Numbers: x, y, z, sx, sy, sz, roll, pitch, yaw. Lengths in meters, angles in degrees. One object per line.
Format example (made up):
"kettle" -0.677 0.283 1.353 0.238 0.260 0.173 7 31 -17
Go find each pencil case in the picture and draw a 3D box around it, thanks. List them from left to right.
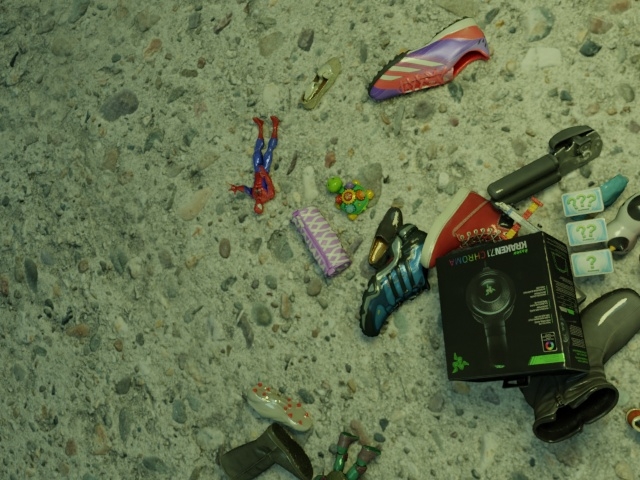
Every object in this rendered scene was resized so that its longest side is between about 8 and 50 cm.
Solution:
"pencil case" 0.000 0.000 1.473 0.086 0.088 0.206 -40 71 16

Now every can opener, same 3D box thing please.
"can opener" 0.510 -0.172 1.277 0.283 0.076 0.095 -28 40 5

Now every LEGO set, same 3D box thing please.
"LEGO set" 0.482 -0.006 1.192 0.244 0.060 0.182 -9 87 30

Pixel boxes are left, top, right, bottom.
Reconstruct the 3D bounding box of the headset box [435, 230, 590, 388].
"headset box" 0.381 0.155 1.126 0.246 0.131 0.283 -18 66 40

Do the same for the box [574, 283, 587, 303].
"box" 0.444 0.136 1.256 0.231 0.056 0.183 -40 62 5

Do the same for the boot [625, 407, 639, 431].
"boot" 0.712 0.378 1.123 0.158 0.084 0.059 -2 80 25

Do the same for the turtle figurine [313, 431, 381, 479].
"turtle figurine" 0.055 0.605 1.360 0.175 0.118 0.234 20 85 24

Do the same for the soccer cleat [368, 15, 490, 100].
"soccer cleat" 0.272 -0.436 1.411 0.318 0.108 0.116 -29 77 14

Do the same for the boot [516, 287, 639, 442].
"boot" 0.558 0.258 1.121 0.118 0.223 0.338 39 104 -1

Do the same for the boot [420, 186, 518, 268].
"boot" 0.353 -0.005 1.284 0.176 0.088 0.244 30 63 21

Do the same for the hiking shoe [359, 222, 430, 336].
"hiking shoe" 0.198 0.111 1.361 0.132 0.113 0.304 26 93 24

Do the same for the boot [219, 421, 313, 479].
"boot" -0.145 0.598 1.462 0.208 0.076 0.189 -42 81 16

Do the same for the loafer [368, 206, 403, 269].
"loafer" 0.167 -0.007 1.418 0.062 0.061 0.170 15 88 25

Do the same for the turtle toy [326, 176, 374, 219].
"turtle toy" 0.072 -0.120 1.470 0.130 0.066 0.095 40 99 22

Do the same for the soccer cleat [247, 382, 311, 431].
"soccer cleat" -0.111 0.455 1.478 0.196 0.068 0.076 27 119 19

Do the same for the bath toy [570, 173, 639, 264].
"bath toy" 0.699 0.014 1.139 0.348 0.129 0.151 45 145 31

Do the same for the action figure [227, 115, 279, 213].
"action figure" -0.182 -0.218 1.556 0.091 0.139 0.280 0 85 24

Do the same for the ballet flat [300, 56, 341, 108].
"ballet flat" 0.000 -0.444 1.551 0.057 0.052 0.168 34 96 23
